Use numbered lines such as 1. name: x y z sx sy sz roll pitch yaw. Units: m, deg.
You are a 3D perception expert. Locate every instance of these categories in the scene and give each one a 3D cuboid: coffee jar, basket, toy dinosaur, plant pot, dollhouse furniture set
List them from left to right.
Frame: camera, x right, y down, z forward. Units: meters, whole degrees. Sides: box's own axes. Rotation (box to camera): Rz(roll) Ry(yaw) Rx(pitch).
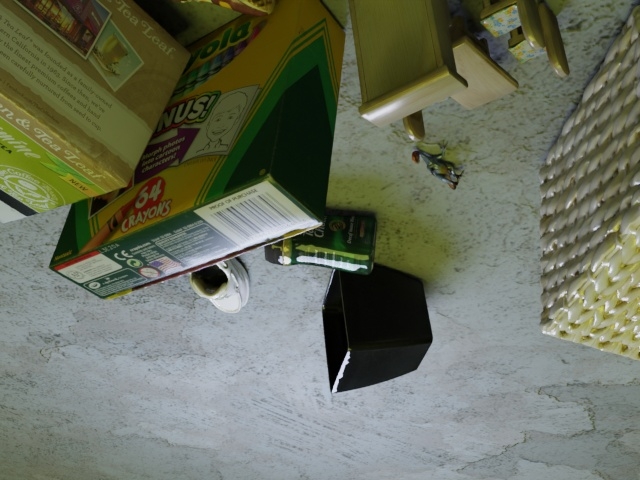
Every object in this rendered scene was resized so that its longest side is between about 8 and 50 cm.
1. coffee jar: 0.000 0.000 1.283 0.184 0.096 0.079 5 141 4
2. plant pot: 0.104 0.158 1.415 0.166 0.188 0.187 1 144 -9
3. toy dinosaur: 0.171 -0.105 1.155 0.082 0.047 0.090 27 154 6
4. dollhouse furniture set: 0.147 -0.191 0.886 0.212 0.161 0.242 -21 154 34
5. basket: 0.447 -0.052 0.928 0.266 0.328 0.331 13 144 -3

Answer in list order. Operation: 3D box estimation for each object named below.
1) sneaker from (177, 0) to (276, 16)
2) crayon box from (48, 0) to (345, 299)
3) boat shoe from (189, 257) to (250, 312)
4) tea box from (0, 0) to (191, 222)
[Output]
1. sneaker: -0.144 -0.316 0.924 0.185 0.070 0.084 28 149 -15
2. crayon box: -0.152 -0.119 0.972 0.362 0.313 0.106 -19 139 32
3. boat shoe: -0.199 0.067 1.414 0.098 0.096 0.277 0 143 12
4. tea box: -0.403 -0.214 0.934 0.323 0.220 0.329 -11 141 43
